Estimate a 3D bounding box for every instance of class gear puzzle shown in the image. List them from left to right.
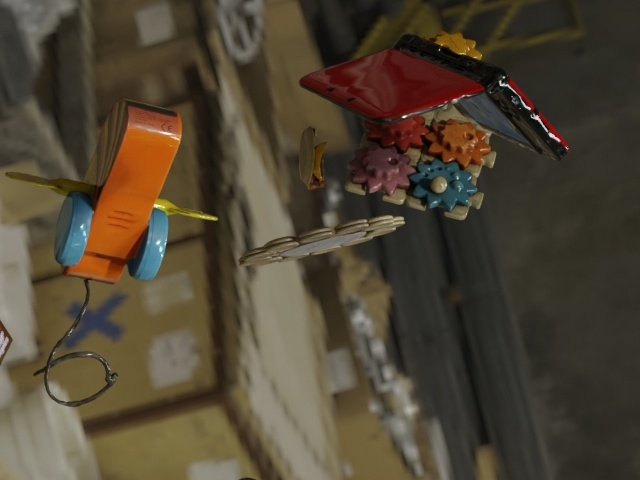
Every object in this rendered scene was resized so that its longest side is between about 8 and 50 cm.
[{"bbox_3d":[0.153,-0.169,2.383,0.044,0.175,0.339,99,9,-47],"label":"gear puzzle"}]

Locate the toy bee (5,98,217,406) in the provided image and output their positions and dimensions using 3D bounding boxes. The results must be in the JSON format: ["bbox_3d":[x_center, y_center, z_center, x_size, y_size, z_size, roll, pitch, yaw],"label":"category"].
[{"bbox_3d":[-0.219,-0.020,1.757,0.195,0.298,0.162,33,17,-28],"label":"toy bee"}]

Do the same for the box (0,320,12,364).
[{"bbox_3d":[-0.457,0.164,2.038,0.201,0.057,0.293,67,35,-47],"label":"box"}]

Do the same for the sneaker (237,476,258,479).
[{"bbox_3d":[-0.080,0.304,1.688,0.094,0.081,0.208,-22,133,-57],"label":"sneaker"}]

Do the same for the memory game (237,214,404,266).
[{"bbox_3d":[0.000,0.000,1.973,0.186,0.186,0.012,27,48,-80],"label":"memory game"}]

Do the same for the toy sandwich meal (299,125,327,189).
[{"bbox_3d":[-0.008,-0.107,2.387,0.085,0.029,0.085,-177,-90,-80],"label":"toy sandwich meal"}]

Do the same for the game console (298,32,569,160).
[{"bbox_3d":[0.075,-0.084,1.232,0.124,0.085,0.144,45,-5,-28],"label":"game console"}]
